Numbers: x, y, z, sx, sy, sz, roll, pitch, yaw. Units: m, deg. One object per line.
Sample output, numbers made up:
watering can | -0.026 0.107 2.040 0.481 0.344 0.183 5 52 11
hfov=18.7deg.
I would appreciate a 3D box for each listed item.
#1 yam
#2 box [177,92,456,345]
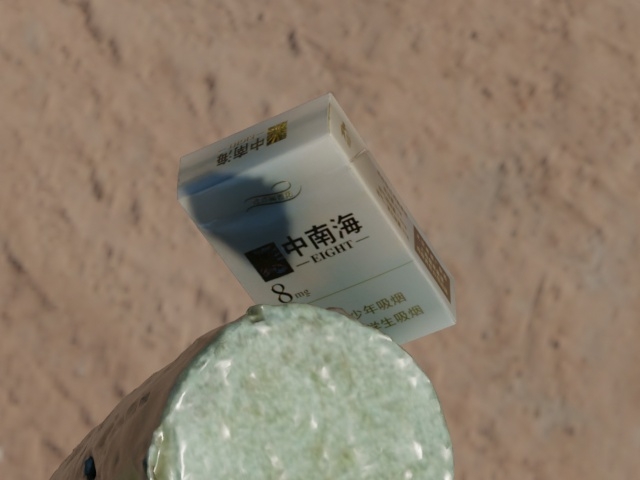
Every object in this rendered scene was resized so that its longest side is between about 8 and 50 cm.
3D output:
yam | -0.031 0.094 0.613 0.194 0.107 0.107 134 125 -61
box | 0.000 0.000 1.703 0.155 0.243 0.067 -22 36 17
